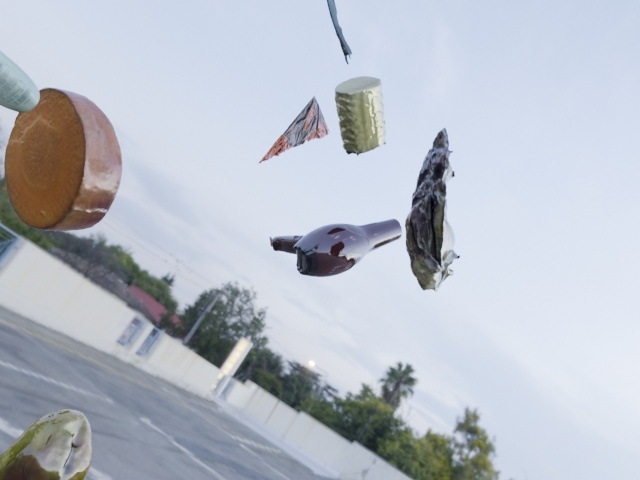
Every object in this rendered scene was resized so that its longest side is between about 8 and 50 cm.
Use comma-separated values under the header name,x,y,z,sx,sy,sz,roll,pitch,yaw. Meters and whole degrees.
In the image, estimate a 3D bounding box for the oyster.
name,x,y,z,sx,sy,sz,roll,pitch,yaw
oyster,0.226,-0.064,1.175,0.100,0.271,0.275,6,-35,26

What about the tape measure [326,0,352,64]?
name,x,y,z,sx,sy,sz,roll,pitch,yaw
tape measure,0.019,-0.403,0.748,0.084,0.331,0.164,4,10,-6

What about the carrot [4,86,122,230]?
name,x,y,z,sx,sy,sz,roll,pitch,yaw
carrot,-0.549,-0.173,1.241,0.258,0.308,0.100,-13,-9,20

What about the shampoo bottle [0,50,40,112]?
name,x,y,z,sx,sy,sz,roll,pitch,yaw
shampoo bottle,-0.521,-0.269,0.927,0.049,0.072,0.212,47,-7,12

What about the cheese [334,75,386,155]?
name,x,y,z,sx,sy,sz,roll,pitch,yaw
cheese,0.098,-0.307,1.434,0.094,0.123,0.167,47,-26,51

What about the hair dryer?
name,x,y,z,sx,sy,sz,roll,pitch,yaw
hair dryer,0.000,0.000,1.533,0.340,0.312,0.123,7,-70,49

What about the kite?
name,x,y,z,sx,sy,sz,roll,pitch,yaw
kite,-0.030,-0.224,1.118,0.008,0.222,0.125,39,-46,19

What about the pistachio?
name,x,y,z,sx,sy,sz,roll,pitch,yaw
pistachio,-0.363,0.302,0.732,0.110,0.189,0.100,53,-17,-13
